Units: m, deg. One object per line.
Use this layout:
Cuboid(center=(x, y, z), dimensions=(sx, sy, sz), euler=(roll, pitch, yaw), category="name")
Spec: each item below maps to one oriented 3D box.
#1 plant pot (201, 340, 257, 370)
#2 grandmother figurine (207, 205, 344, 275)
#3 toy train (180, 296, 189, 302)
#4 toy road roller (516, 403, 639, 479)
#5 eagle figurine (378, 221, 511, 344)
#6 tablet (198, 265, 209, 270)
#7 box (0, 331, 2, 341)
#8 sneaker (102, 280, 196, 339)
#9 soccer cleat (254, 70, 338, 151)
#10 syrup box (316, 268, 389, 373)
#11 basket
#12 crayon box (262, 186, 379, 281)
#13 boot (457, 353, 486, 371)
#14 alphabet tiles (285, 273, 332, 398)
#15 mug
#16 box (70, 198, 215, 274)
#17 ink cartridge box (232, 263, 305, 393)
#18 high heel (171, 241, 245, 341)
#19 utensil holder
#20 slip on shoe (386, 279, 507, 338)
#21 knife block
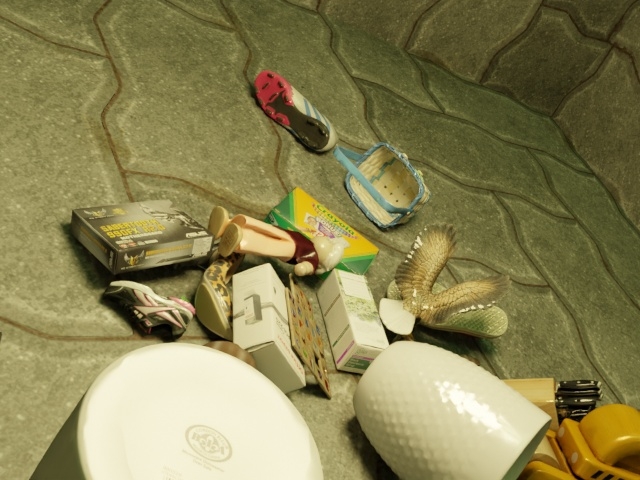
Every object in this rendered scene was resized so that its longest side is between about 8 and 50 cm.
Cuboid(center=(-0.186, 0.270, 1.308), dimensions=(0.167, 0.167, 0.165), euler=(31, 25, -9), category="plant pot")
Cuboid(center=(-0.078, 0.012, 1.675), dimensions=(0.342, 0.104, 0.208), euler=(11, 35, -44), category="grandmother figurine")
Cuboid(center=(-0.286, 0.143, 1.502), dimensions=(0.023, 0.017, 0.083), euler=(41, 31, -13), category="toy train")
Cuboid(center=(0.572, 0.459, 1.619), dimensions=(0.329, 0.241, 0.202), euler=(23, 18, -7), category="toy road roller")
Cuboid(center=(0.273, 0.123, 1.801), dimensions=(0.226, 0.298, 0.225), euler=(37, 14, -25), category="eagle figurine")
Cuboid(center=(-0.278, 0.035, 1.660), dimensions=(0.083, 0.006, 0.054), euler=(29, 33, -12), category="tablet")
Cuboid(center=(-0.568, 0.231, 1.034), dimensions=(0.184, 0.103, 0.261), euler=(22, 35, -28), category="box")
Cuboid(center=(-0.331, 0.135, 1.423), dimensions=(0.178, 0.072, 0.077), euler=(18, 64, -5), category="sneaker")
Cuboid(center=(-0.076, -0.396, 2.342), dimensions=(0.331, 0.116, 0.143), euler=(47, 17, 13), category="soccer cleat")
Cuboid(center=(0.072, 0.185, 1.715), dimensions=(0.093, 0.096, 0.237), euler=(15, 38, -28), category="syrup box")
Cuboid(center=(0.177, -0.167, 2.174), dimensions=(0.255, 0.201, 0.289), euler=(51, 25, 21), category="basket")
Cuboid(center=(0.000, 0.000, 1.901), dimensions=(0.278, 0.081, 0.165), euler=(37, 32, 2), category="crayon box")
Cuboid(center=(0.377, 0.337, 1.869), dimensions=(0.087, 0.042, 0.118), euler=(2, 44, -33), category="boot")
Cuboid(center=(-0.030, 0.188, 1.584), dimensions=(0.237, 0.009, 0.198), euler=(-101, 166, -48), category="alphabet tiles")
Cuboid(center=(0.264, 0.359, 1.516), dimensions=(0.328, 0.276, 0.374), euler=(35, 19, 26), category="mug")
Cuboid(center=(-0.362, -0.014, 1.528), dimensions=(0.231, 0.056, 0.183), euler=(-10, 35, -44), category="box")
Cuboid(center=(-0.105, 0.179, 1.492), dimensions=(0.218, 0.092, 0.159), euler=(-96, 162, -48), category="ink cartridge box")
Cuboid(center=(-0.185, 0.101, 1.577), dimensions=(0.186, 0.093, 0.261), euler=(-5, 47, -44), category="high heel")
Cuboid(center=(-0.217, 0.361, 0.933), dimensions=(0.327, 0.385, 0.328), euler=(25, 33, -18), category="utensil holder")
Cuboid(center=(0.324, 0.186, 1.965), dimensions=(0.331, 0.101, 0.123), euler=(17, 72, -10), category="slip on shoe")
Cuboid(center=(0.506, 0.372, 1.748), dimensions=(0.275, 0.242, 0.088), euler=(34, 31, -4), category="knife block")
